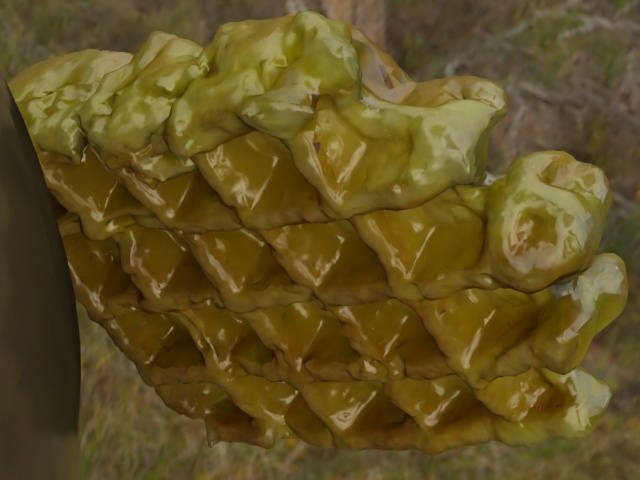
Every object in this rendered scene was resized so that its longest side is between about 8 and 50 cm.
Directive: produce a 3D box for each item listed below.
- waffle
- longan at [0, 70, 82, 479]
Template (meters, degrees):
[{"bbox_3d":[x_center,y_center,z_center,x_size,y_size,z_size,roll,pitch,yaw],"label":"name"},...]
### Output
[{"bbox_3d":[0.000,0.000,0.546,0.160,0.211,0.055,51,54,-28],"label":"waffle"},{"bbox_3d":[-0.198,0.013,0.395,0.288,0.288,0.350,-12,64,-31],"label":"longan"}]
